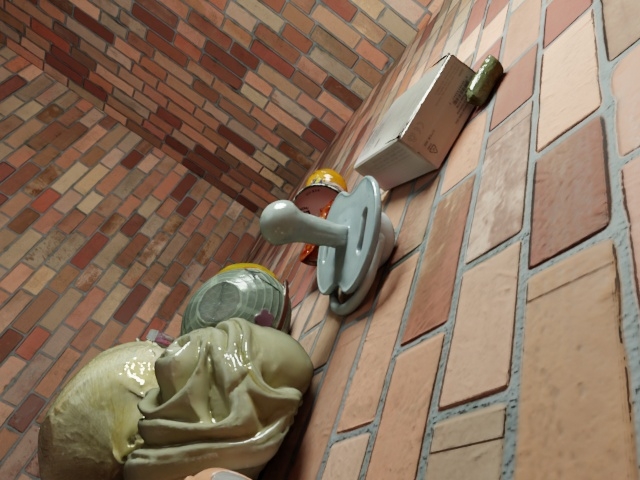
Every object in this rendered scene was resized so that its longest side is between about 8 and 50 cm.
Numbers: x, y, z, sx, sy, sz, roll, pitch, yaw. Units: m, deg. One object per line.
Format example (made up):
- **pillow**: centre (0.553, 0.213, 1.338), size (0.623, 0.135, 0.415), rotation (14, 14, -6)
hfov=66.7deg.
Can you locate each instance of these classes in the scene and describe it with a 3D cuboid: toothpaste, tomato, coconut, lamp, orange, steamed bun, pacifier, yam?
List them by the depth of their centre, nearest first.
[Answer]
- **steamed bun**: centre (-0.173, 0.264, 0.738), size (0.324, 0.219, 0.310), rotation (-52, 0, 10)
- **pacifier**: centre (0.000, 0.000, 0.855), size (0.287, 0.225, 0.239), rotation (163, 121, -75)
- **yam**: centre (0.294, -0.286, 0.869), size (0.094, 0.043, 0.043), rotation (-56, 10, -8)
- **coconut**: centre (-0.374, 0.388, 0.987), size (0.347, 0.346, 0.360), rotation (-58, 19, -10)
- **lamp**: centre (-0.182, 0.184, 1.097), size (0.266, 0.233, 0.233), rotation (-63, 12, -21)
- **tomato**: centre (0.026, -0.014, 1.141), size (0.174, 0.082, 0.166), rotation (-65, 9, -21)
- **toothpaste**: centre (-0.295, 0.285, 1.173), size (0.061, 0.266, 0.096), rotation (-59, 12, -6)
- **orange**: centre (0.018, -0.145, 1.468), size (0.135, 0.117, 0.136), rotation (-14, 59, 25)

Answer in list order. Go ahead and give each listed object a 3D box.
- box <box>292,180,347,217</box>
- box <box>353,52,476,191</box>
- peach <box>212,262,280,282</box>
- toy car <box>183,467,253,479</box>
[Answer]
- **box**: centre (0.009, -0.087, 1.283), size (0.151, 0.151, 0.135), rotation (-52, 4, 21)
- **box**: centre (0.189, -0.226, 0.988), size (0.203, 0.106, 0.251), rotation (-59, 12, -12)
- **peach**: centre (-0.206, 0.168, 1.309), size (0.231, 0.230, 0.231), rotation (-53, 11, 15)
- **toy car**: centre (-0.124, 0.353, 0.483), size (0.271, 0.180, 0.212), rotation (-55, 1, 8)
